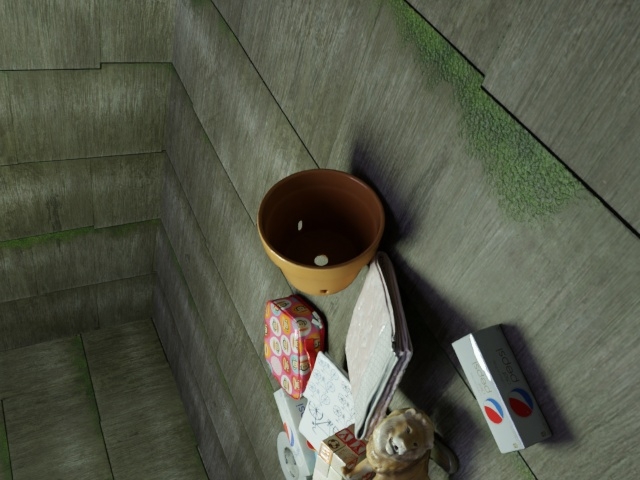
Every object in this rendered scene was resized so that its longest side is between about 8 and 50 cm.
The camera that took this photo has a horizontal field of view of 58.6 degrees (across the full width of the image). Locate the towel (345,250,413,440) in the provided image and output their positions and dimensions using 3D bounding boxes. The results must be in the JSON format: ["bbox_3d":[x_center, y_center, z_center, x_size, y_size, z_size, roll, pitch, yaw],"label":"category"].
[{"bbox_3d":[0.121,0.245,1.334,0.316,0.054,0.331,-95,16,-52],"label":"towel"}]

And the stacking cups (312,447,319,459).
[{"bbox_3d":[0.024,0.667,1.750,0.096,0.096,0.315,-14,85,62],"label":"stacking cups"}]

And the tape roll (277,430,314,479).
[{"bbox_3d":[-0.071,0.759,1.975,0.219,0.072,0.219,31,127,53],"label":"tape roll"}]

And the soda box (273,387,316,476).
[{"bbox_3d":[-0.056,0.614,1.868,0.091,0.098,0.286,-49,58,56],"label":"soda box"}]

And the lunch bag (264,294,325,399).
[{"bbox_3d":[-0.074,0.337,1.775,0.258,0.120,0.292,32,126,53],"label":"lunch bag"}]

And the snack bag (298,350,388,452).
[{"bbox_3d":[0.059,0.530,1.598,0.323,0.037,0.342,42,129,33],"label":"snack bag"}]

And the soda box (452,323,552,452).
[{"bbox_3d":[0.331,0.271,1.051,0.069,0.074,0.216,-52,55,55],"label":"soda box"}]

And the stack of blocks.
[{"bbox_3d":[0.067,0.611,1.455,0.087,0.171,0.296,32,124,38],"label":"stack of blocks"}]

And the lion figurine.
[{"bbox_3d":[0.203,0.558,1.263,0.392,0.240,0.142,59,-174,-16],"label":"lion figurine"}]

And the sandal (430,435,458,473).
[{"bbox_3d":[0.241,0.477,1.318,0.180,0.049,0.072,29,126,54],"label":"sandal"}]

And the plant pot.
[{"bbox_3d":[0.000,0.000,1.377,0.203,0.291,0.290,92,154,-55],"label":"plant pot"}]
